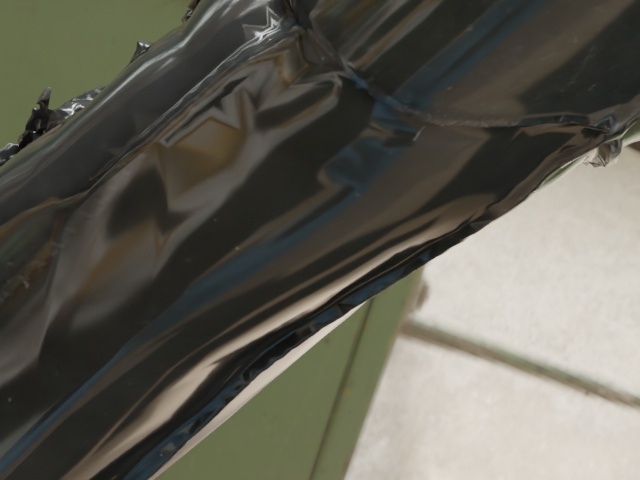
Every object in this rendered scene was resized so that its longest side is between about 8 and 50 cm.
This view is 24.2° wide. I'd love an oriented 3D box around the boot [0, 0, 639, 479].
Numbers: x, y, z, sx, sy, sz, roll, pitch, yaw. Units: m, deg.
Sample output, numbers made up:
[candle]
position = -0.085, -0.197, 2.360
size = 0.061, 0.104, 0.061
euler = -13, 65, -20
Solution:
[boot]
position = -0.001, 0.000, 0.552
size = 0.146, 0.445, 0.367
euler = 54, 20, 20
